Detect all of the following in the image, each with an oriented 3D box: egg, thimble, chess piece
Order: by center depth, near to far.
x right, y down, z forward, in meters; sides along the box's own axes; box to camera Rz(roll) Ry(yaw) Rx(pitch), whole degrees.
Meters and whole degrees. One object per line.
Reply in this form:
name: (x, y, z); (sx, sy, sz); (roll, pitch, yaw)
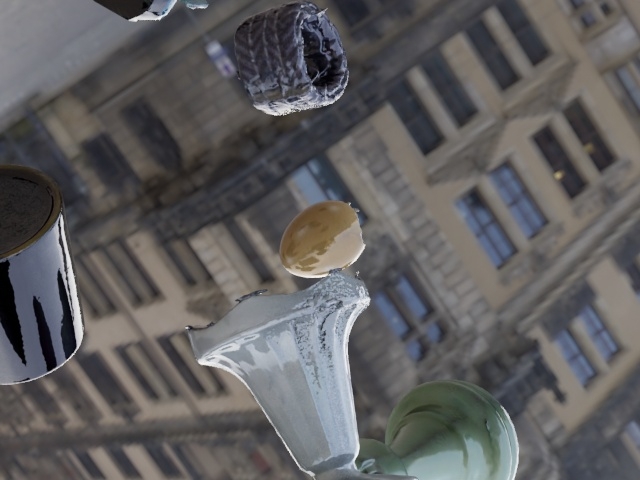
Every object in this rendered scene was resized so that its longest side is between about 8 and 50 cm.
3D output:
thimble: (-0.025, -0.158, 1.191); (0.066, 0.095, 0.104); (-11, -164, 27)
egg: (0.000, 0.000, 1.492); (0.096, 0.080, 0.080); (-21, -172, -10)
chess piece: (0.111, 0.299, 1.785); (0.195, 0.194, 0.299); (-27, 171, 35)

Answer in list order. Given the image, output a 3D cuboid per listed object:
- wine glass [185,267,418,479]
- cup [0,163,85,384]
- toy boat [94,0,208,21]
wine glass: (-0.010, 0.140, 1.178); (0.165, 0.196, 0.165); (-19, 172, -3)
cup: (-0.360, 0.027, 1.440); (0.239, 0.177, 0.166); (21, -132, 29)
toy boat: (-0.206, -0.334, 1.279); (0.134, 0.299, 0.092); (-50, 160, 28)
